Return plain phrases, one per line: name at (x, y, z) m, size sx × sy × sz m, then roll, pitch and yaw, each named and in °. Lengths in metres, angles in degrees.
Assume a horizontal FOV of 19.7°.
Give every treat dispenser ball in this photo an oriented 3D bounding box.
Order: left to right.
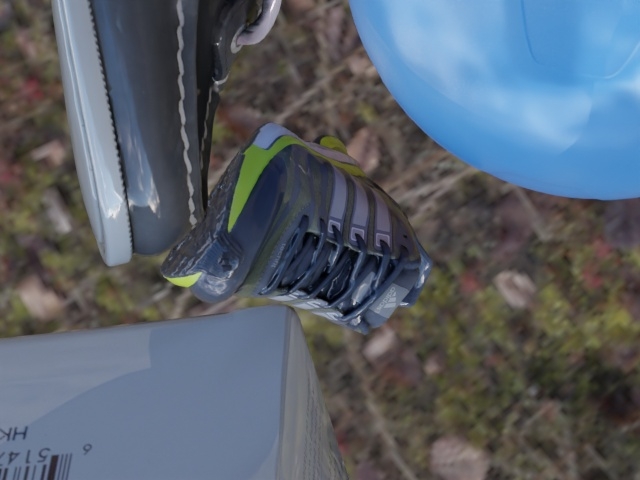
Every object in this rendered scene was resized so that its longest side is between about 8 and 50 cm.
treat dispenser ball at (0.156, -0.167, 1.028) m, size 0.288 × 0.288 × 0.288 m, roll 20°, pitch 125°, yaw 33°

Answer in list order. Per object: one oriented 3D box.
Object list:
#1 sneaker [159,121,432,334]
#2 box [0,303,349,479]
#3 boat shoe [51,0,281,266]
sneaker at (0.000, 0.000, 1.153) m, size 0.121 × 0.300 × 0.111 m, roll 37°, pitch 106°, yaw 11°
box at (-0.080, 0.208, 0.682) m, size 0.215 × 0.168 × 0.345 m, roll -6°, pitch 133°, yaw 9°
boat shoe at (-0.050, -0.147, 0.638) m, size 0.112 × 0.095 × 0.335 m, roll 93°, pitch 169°, yaw -58°
